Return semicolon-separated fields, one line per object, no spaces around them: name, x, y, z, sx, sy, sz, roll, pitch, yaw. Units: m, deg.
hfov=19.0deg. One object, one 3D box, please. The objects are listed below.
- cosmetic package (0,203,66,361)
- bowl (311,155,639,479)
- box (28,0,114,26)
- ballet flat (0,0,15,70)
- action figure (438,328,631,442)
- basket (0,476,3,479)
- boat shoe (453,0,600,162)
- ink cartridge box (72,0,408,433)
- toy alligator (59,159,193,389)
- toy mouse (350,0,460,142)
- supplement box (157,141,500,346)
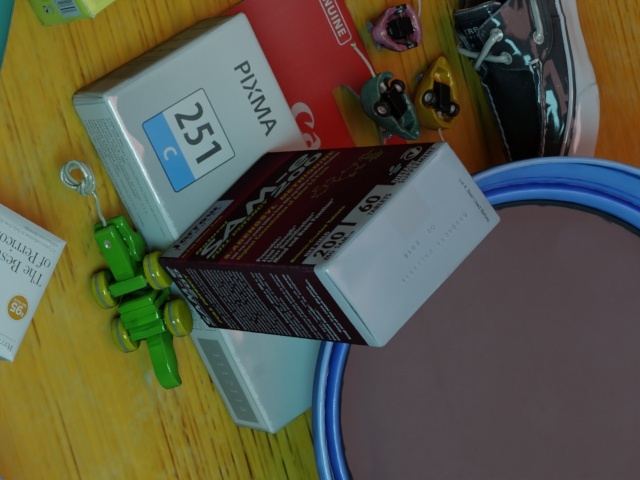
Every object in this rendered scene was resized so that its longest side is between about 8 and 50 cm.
cosmetic package;-0.294;-0.010;1.297;0.239;0.060;0.099;32;75;-36
bowl;0.178;0.131;1.474;0.391;0.077;0.391;0;89;-13
box;-0.114;-0.243;1.416;0.232;0.087;0.058;-39;111;-29
ballet flat;-0.236;-0.205;1.293;0.280;0.096;0.095;-64;163;7
action figure;0.252;0.219;1.627;0.341;0.178;0.330;-35;115;-24
basket;-0.252;0.251;1.200;0.201;0.289;0.255;-30;103;-36
boat shoe;0.158;-0.177;1.588;0.102;0.108;0.301;-3;89;-34
ink cartridge box;-0.018;-0.043;1.494;0.261;0.066;0.296;-35;109;-28
toy alligator;-0.140;0.019;1.423;0.051;0.056;0.190;-60;129;-68
toy mouse;0.059;-0.137;1.551;0.143;0.031;0.161;13;68;-49
supplement box;0.000;0.000;1.324;0.130;0.239;0.073;-46;112;-23
